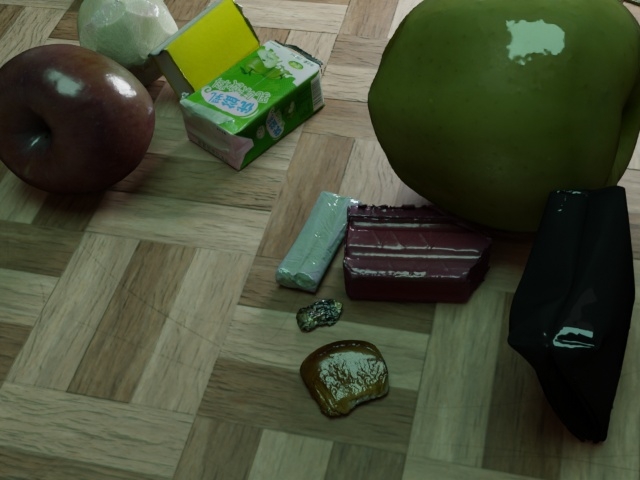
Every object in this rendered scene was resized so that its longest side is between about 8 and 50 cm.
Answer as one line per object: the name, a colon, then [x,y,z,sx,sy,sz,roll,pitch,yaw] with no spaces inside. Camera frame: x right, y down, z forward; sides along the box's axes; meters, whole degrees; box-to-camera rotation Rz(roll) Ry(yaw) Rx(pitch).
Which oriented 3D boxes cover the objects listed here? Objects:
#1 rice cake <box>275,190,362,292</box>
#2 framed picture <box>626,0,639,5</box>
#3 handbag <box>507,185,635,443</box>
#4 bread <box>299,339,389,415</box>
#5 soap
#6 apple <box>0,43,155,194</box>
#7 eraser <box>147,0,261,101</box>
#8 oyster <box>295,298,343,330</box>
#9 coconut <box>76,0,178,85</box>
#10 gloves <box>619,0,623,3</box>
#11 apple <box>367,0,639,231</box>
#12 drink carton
rice cake: [-0.001,0.001,1.631,0.080,0.042,0.222,18,51,14]
framed picture: [0.753,-0.572,2.090,0.201,0.010,0.136,28,56,27]
handbag: [0.387,0.115,1.340,0.152,0.288,0.342,-1,44,32]
bread: [0.040,0.207,1.445,0.129,0.044,0.126,-18,51,-15]
soap: [0.164,0.023,1.558,0.250,0.099,0.162,2,49,8]
apple: [-0.466,-0.230,1.724,0.305,0.306,0.235,14,27,17]
eraser: [-0.228,-0.387,1.916,0.069,0.158,0.226,-4,37,51]
oyster: [-0.001,0.121,1.539,0.083,0.019,0.054,-16,49,-9]
coconut: [-0.407,-0.430,1.937,0.224,0.224,0.234,-10,50,-4]
gloves: [0.619,-0.537,2.016,0.094,0.110,0.144,31,87,19]
apple: [0.321,-0.235,1.548,0.473,0.474,0.474,-3,48,3]
drink carton: [-0.132,-0.281,1.847,0.161,0.108,0.271,33,58,29]
